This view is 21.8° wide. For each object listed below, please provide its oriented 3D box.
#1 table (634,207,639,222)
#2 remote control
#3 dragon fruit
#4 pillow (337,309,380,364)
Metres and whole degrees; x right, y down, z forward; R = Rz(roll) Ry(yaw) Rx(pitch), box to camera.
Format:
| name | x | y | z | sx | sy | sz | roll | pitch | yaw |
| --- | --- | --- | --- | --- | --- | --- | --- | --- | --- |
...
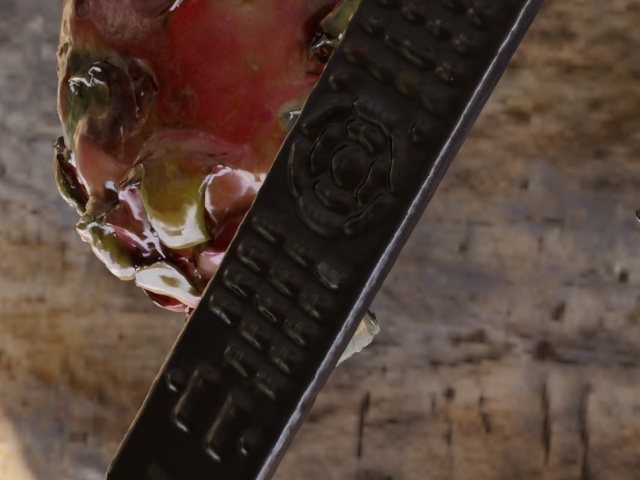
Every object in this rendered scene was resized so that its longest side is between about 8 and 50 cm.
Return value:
| name | x | y | z | sx | sy | sz | roll | pitch | yaw |
| --- | --- | --- | --- | --- | --- | --- | --- | --- | --- |
| table | 0.282 | 0.023 | 1.021 | 0.111 | 0.122 | 0.240 | -31 | -154 | 9 |
| remote control | 0.000 | 0.000 | 0.573 | 0.063 | 0.245 | 0.025 | 37 | -167 | 30 |
| dragon fruit | -0.047 | -0.087 | 1.008 | 0.250 | 0.269 | 0.291 | 0 | -124 | -4 |
| pillow | -0.036 | 0.022 | 1.615 | 0.128 | 0.229 | 0.051 | -22 | 166 | -45 |
